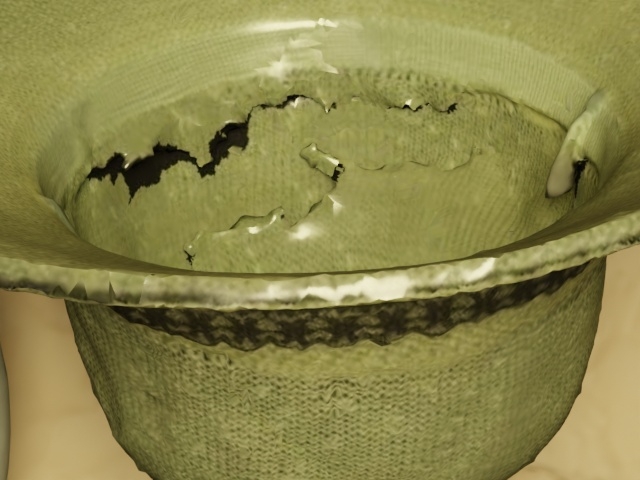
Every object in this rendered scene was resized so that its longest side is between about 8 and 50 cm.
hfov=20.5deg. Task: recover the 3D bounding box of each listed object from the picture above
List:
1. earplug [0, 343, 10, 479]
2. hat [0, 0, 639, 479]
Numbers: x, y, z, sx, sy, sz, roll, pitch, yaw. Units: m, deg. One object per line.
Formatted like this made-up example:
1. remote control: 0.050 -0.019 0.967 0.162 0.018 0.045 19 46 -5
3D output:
1. earplug: -0.166 0.104 0.446 0.214 0.175 0.325 -27 75 2
2. hat: 0.000 0.000 0.466 0.257 0.257 0.130 -5 120 -1
